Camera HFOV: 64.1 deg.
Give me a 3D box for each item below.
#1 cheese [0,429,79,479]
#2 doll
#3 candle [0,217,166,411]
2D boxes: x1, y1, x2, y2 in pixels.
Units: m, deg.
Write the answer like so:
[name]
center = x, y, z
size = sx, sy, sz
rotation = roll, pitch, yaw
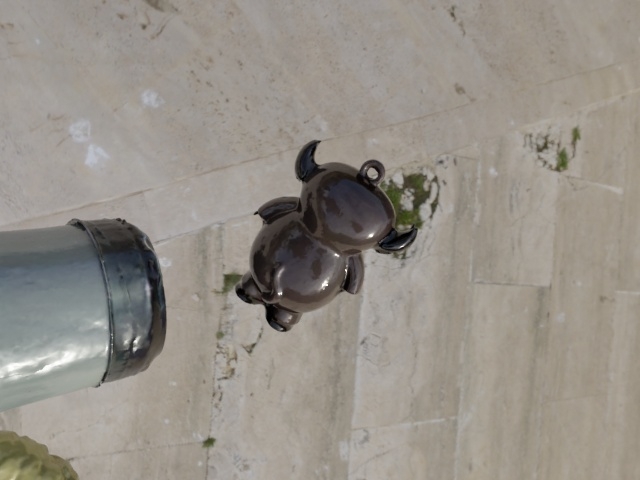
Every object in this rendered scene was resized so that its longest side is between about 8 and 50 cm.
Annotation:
[cheese]
center = -0.416, 0.362, 0.637
size = 0.214, 0.117, 0.226
rotation = 32, 67, -23
[doll]
center = -0.001, 0.002, 0.656
size = 0.182, 0.117, 0.257
rotation = 39, 106, 4
[candle]
center = -0.370, 0.091, 0.610
size = 0.342, 0.221, 0.222
rotation = -9, 94, -40
